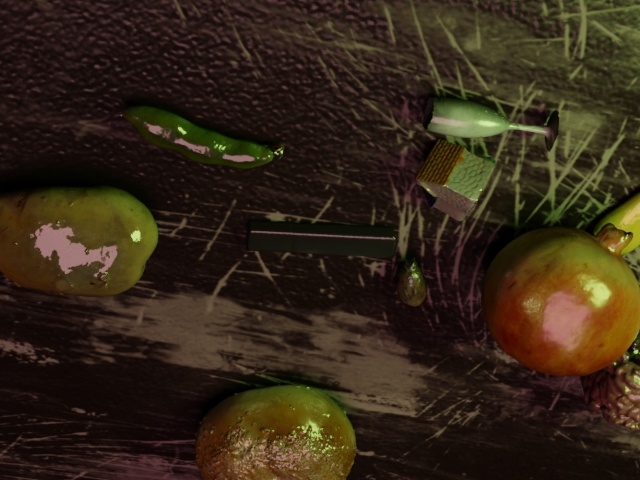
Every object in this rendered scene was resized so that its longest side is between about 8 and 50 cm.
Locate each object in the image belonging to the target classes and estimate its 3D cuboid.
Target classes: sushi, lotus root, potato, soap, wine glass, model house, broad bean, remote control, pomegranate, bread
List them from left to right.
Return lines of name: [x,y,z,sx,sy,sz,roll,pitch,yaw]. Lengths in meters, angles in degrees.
potato: [-0.403,0.001,1.688,0.296,0.141,0.191,7,126,-6]
broad bean: [-0.182,-0.150,1.635,0.255,0.046,0.065,15,120,-17]
bread: [-0.083,0.402,2.021,0.306,0.158,0.305,-2,130,-3]
remote control: [0.000,0.000,1.784,0.245,0.025,0.063,2,133,-4]
lotus root: [0.151,0.069,1.829,0.049,0.054,0.099,-21,132,-13]
model house: [0.203,-0.096,1.687,0.100,0.087,0.100,27,160,4]
wine glass: [0.255,-0.179,1.629,0.198,0.066,0.066,8,128,-8]
pomegranate: [0.399,0.082,1.749,0.252,0.229,0.270,27,112,-13]
soap: [0.523,-0.037,1.776,0.089,0.033,0.168,34,120,-29]
sushi: [0.595,0.223,1.872,0.270,0.236,0.170,8,120,-5]
